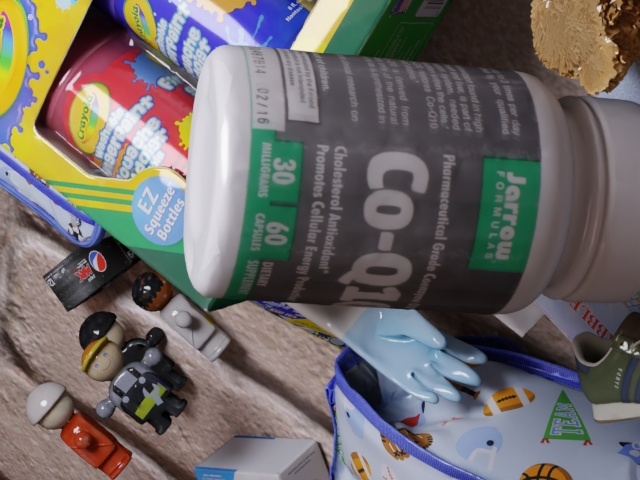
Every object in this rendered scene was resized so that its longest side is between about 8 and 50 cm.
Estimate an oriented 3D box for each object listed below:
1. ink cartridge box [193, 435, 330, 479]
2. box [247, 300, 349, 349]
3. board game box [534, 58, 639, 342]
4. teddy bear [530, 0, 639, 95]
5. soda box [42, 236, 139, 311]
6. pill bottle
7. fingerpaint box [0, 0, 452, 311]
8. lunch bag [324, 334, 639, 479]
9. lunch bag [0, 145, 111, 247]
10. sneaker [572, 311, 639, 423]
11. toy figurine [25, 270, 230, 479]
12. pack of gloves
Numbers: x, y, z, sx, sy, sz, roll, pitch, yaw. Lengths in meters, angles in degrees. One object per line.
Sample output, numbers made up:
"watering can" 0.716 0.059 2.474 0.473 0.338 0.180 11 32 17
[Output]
"ink cartridge box" -0.049 0.350 1.876 0.148 0.086 0.203 -3 113 41
"box" -0.001 0.064 1.627 0.169 0.054 0.059 28 144 -28
"board game box" 0.334 0.015 1.324 0.319 0.066 0.318 50 138 26
"teddy bear" 0.248 -0.284 1.175 0.245 0.113 0.338 23 122 58
"soda box" -0.274 0.026 1.893 0.169 0.053 0.060 -34 92 46
"pill bottle" 0.080 -0.044 1.237 0.361 0.204 0.204 3 128 -12
"fingerpaint box" -0.104 -0.223 1.422 0.371 0.163 0.445 38 112 17
"lunch bag" 0.184 0.287 1.540 0.385 0.239 0.328 16 127 29
"lunch bag" -0.306 -0.137 1.763 0.303 0.115 0.243 37 127 26
"sneaker" 0.286 0.102 1.309 0.192 0.064 0.086 -22 93 56
"toy figurine" -0.231 0.152 1.819 0.148 0.213 0.209 40 136 -6
"pack of gloves" 0.097 0.036 1.497 0.232 0.195 0.046 35 163 20
